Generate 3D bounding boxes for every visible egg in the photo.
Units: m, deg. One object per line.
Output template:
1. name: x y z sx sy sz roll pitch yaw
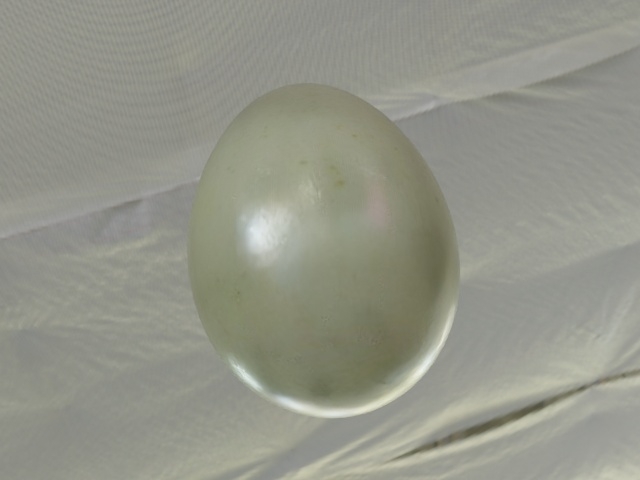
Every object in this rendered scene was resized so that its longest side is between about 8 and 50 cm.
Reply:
1. egg: 0.000 0.000 0.591 0.189 0.253 0.188 -6 -30 -3
